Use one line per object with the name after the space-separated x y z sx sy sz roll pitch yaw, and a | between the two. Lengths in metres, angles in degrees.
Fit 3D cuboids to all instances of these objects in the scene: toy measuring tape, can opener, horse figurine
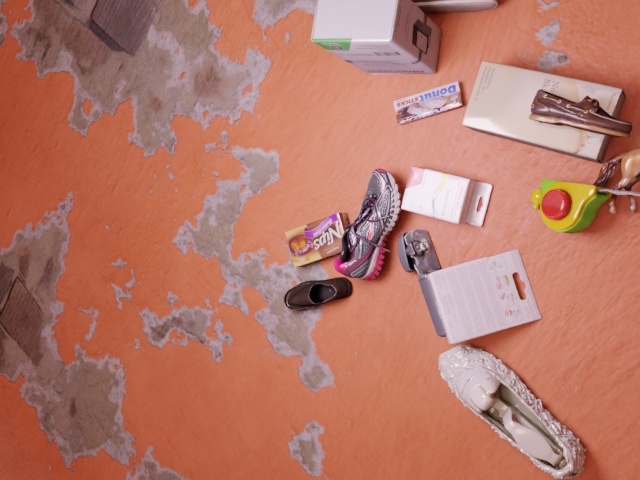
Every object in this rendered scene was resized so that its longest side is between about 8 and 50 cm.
0.581 -0.061 1.312 0.330 0.122 0.121 20 103 58 | toy measuring tape
0.275 0.108 1.576 0.095 0.076 0.283 -32 74 60 | can opener
0.714 -0.136 1.299 0.264 0.066 0.174 9 106 27 | horse figurine

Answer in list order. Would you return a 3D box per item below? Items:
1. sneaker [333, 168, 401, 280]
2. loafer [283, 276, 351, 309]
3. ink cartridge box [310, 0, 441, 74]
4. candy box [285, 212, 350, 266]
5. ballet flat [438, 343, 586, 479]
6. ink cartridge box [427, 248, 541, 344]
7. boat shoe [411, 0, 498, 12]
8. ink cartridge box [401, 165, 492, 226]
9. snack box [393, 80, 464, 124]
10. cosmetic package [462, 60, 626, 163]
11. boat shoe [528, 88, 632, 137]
0.124 -0.040 1.597 0.121 0.112 0.299 29 107 63 | sneaker
-0.023 0.148 1.731 0.220 0.078 0.080 -20 82 29 | loafer
0.144 -0.499 1.495 0.211 0.289 0.121 10 94 30 | ink cartridge box
0.000 0.000 1.729 0.187 0.053 0.109 -19 82 31 | candy box
0.439 0.394 1.441 0.409 0.147 0.147 39 110 24 | ballet flat
0.393 0.136 1.489 0.225 0.056 0.180 -16 83 -3 | ink cartridge box
0.274 -0.617 1.516 0.335 0.112 0.095 11 101 33 | boat shoe
0.314 -0.110 1.533 0.198 0.067 0.115 17 100 29 | ink cartridge box
0.276 -0.350 1.574 0.178 0.022 0.064 -12 84 30 | snack box
0.502 -0.293 1.394 0.310 0.113 0.160 21 102 29 | cosmetic package
0.537 -0.264 1.266 0.207 0.073 0.073 21 104 28 | boat shoe
